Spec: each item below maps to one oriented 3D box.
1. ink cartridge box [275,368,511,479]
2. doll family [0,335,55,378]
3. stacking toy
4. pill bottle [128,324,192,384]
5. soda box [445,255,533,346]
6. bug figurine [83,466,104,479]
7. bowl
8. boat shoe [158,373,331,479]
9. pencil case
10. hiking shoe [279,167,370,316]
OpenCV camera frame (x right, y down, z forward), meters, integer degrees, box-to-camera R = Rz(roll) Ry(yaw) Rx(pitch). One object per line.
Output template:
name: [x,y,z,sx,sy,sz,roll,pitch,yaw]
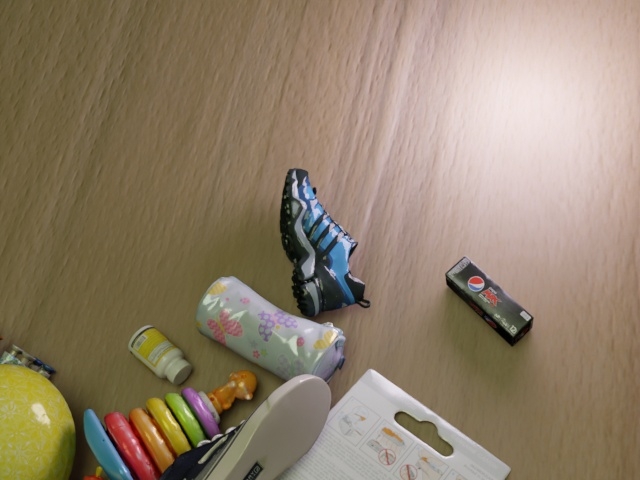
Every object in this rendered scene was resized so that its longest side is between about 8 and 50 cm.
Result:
ink cartridge box: [0.081,0.441,1.412,0.308,0.091,0.385,33,58,23]
doll family: [-0.636,0.245,1.569,0.263,0.118,0.163,32,76,6]
stacking toy: [-0.240,0.317,1.485,0.302,0.165,0.175,-32,50,-18]
pill bottle: [-0.294,0.214,1.575,0.116,0.065,0.065,36,76,23]
soda box: [0.299,0.107,1.519,0.053,0.060,0.169,-41,66,-8]
bug figurine: [-0.511,0.457,1.498,0.279,0.072,0.216,23,76,16]
bowl: [-0.570,0.344,1.404,0.290,0.156,0.289,-1,79,7]
boat shoe: [-0.138,0.340,1.393,0.158,0.127,0.340,7,44,49]
pencil case: [-0.091,0.166,1.529,0.273,0.113,0.124,23,105,21]
hiking shoe: [0.000,0.000,1.613,0.132,0.113,0.304,-5,66,-13]
